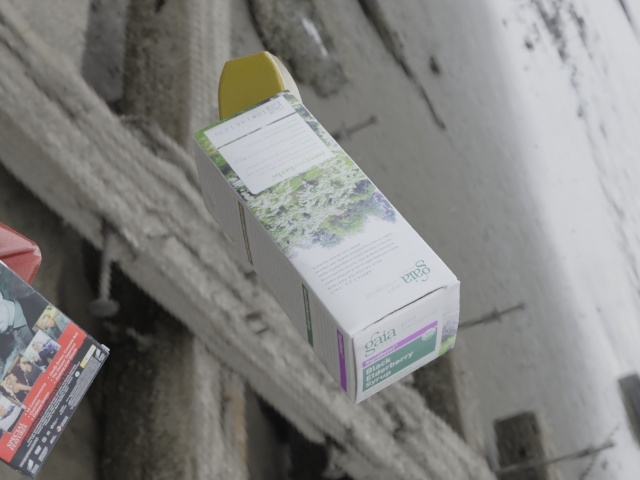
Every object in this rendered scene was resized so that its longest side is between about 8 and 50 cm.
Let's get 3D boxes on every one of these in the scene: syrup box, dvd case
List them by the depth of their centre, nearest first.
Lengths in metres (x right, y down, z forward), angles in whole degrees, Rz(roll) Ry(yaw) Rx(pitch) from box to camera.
[{"bbox_3d":[-0.175,0.068,0.632,0.087,0.013,0.119,-62,140,-21],"label":"dvd case"},{"bbox_3d":[0.000,0.000,0.886,0.237,0.093,0.096,51,-21,32],"label":"syrup box"}]

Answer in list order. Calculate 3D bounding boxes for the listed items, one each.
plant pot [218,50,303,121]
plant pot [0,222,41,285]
[{"bbox_3d":[-0.067,-0.156,1.242,0.081,0.081,0.083,0,77,-77],"label":"plant pot"},{"bbox_3d":[-0.480,0.073,1.105,0.267,0.267,0.236,30,13,11],"label":"plant pot"}]
